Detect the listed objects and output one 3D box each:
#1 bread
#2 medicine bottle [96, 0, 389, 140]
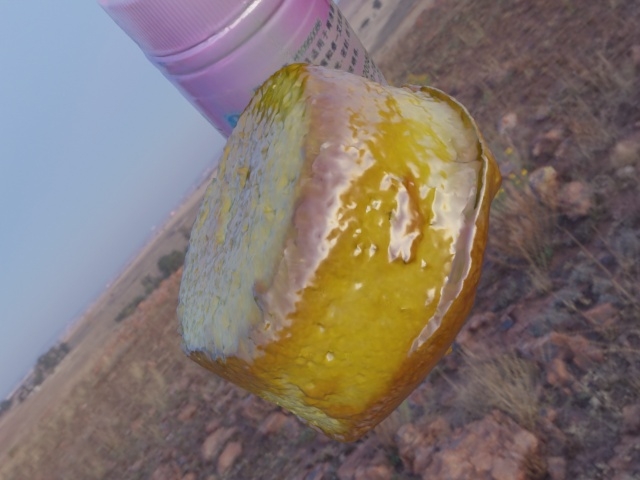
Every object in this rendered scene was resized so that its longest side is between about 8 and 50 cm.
[{"bbox_3d":[0.000,0.000,0.492,0.268,0.145,0.269,-44,37,47],"label":"bread"},{"bbox_3d":[-0.051,-0.162,0.618,0.152,0.254,0.152,-21,46,24],"label":"medicine bottle"}]
